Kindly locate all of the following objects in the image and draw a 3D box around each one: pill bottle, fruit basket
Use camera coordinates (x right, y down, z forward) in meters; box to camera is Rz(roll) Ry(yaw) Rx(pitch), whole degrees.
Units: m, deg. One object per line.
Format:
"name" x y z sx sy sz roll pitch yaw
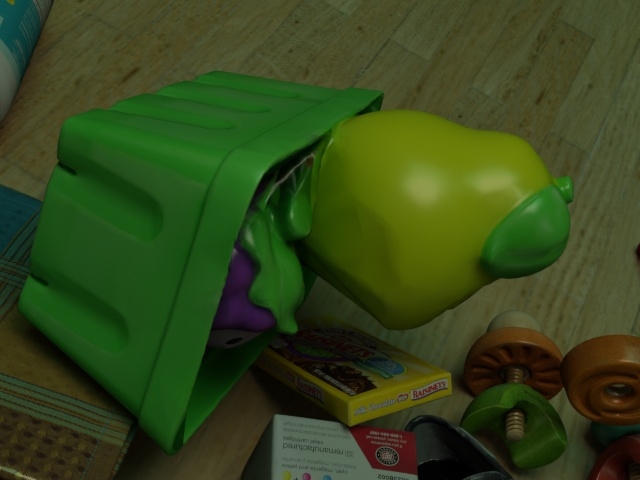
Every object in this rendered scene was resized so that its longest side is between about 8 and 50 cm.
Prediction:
"pill bottle" -0.368 -0.246 1.016 0.146 0.146 0.264 14 50 -11
"fruit basket" 0.000 0.000 0.794 0.392 0.282 0.392 18 22 -7

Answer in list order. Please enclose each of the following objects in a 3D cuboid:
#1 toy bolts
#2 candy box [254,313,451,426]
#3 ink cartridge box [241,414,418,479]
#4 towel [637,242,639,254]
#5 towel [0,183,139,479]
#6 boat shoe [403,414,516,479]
"toy bolts" 0.279 0.139 0.945 0.228 0.218 0.158 34 41 -17
"candy box" 0.017 0.113 0.879 0.105 0.027 0.206 -9 15 -29
"ink cartridge box" 0.004 0.255 0.783 0.128 0.127 0.176 10 52 -13
"towel" 0.509 0.071 1.100 0.199 0.031 0.275 7 24 -14
"towel" -0.256 0.064 0.794 0.272 0.040 0.370 21 25 -5
"boat shoe" 0.133 0.235 0.761 0.108 0.102 0.301 -14 20 -7
